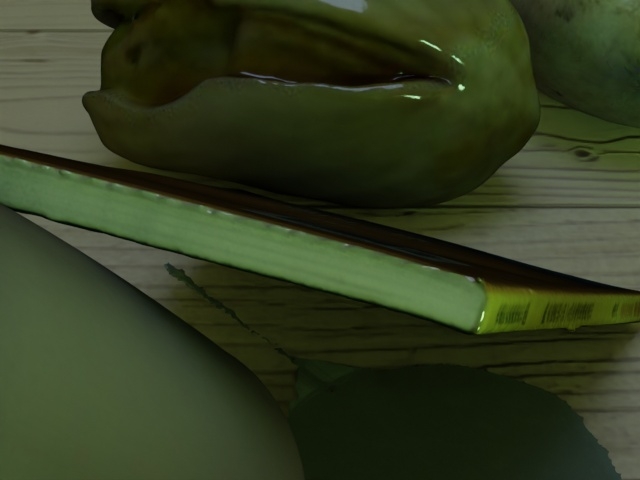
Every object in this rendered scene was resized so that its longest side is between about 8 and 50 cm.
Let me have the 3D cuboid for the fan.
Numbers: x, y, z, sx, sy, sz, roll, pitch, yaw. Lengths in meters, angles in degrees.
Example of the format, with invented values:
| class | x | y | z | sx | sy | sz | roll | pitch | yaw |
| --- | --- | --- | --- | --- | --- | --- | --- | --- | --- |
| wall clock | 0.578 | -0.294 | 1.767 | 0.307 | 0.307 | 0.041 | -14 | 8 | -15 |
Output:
| class | x | y | z | sx | sy | sz | roll | pitch | yaw |
| --- | --- | --- | --- | --- | --- | --- | --- | --- | --- |
| fan | 0.014 | 0.087 | 0.737 | 0.182 | 0.010 | 0.310 | -25 | 44 | -33 |

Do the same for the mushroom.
| class | x | y | z | sx | sy | sz | roll | pitch | yaw |
| --- | --- | --- | --- | --- | --- | --- | --- | --- | --- |
| mushroom | 0.233 | -0.179 | 0.985 | 0.255 | 0.184 | 0.255 | -9 | 42 | 8 |

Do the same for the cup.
| class | x | y | z | sx | sy | sz | roll | pitch | yaw |
| --- | --- | --- | --- | --- | --- | --- | --- | --- | --- |
| cup | -0.159 | 0.078 | 0.529 | 0.253 | 0.200 | 0.191 | 11 | 70 | 34 |

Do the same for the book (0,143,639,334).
| class | x | y | z | sx | sy | sz | roll | pitch | yaw |
| --- | --- | --- | --- | --- | --- | --- | --- | --- | --- |
| book | 0.000 | 0.000 | 0.675 | 0.262 | 0.028 | 0.374 | 13 | 2 | 21 |

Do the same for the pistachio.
| class | x | y | z | sx | sy | sz | roll | pitch | yaw |
| --- | --- | --- | --- | --- | --- | --- | --- | --- | --- |
| pistachio | -0.004 | -0.109 | 0.896 | 0.288 | 0.166 | 0.197 | 10 | -2 | 12 |
